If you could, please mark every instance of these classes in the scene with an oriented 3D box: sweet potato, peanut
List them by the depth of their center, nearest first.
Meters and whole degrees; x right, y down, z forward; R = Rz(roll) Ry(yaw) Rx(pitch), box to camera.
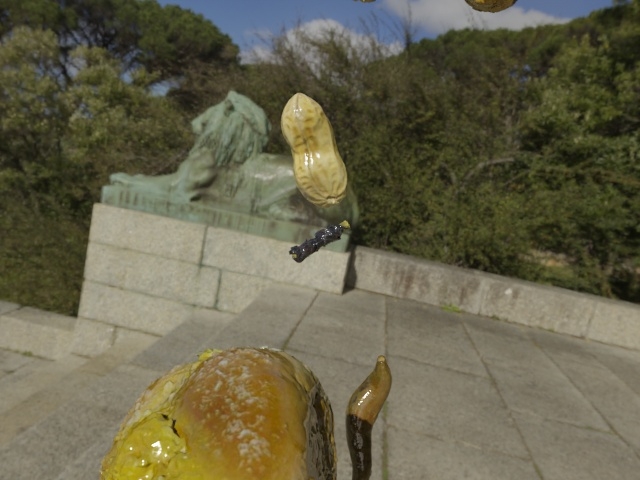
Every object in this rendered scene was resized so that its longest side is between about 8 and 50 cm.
[{"bbox_3d":[0.073,0.319,0.926,0.069,0.249,0.059,9,-10,36],"label":"sweet potato"},{"bbox_3d":[-0.016,-0.226,1.376,0.147,0.305,0.147,-13,19,4],"label":"peanut"}]

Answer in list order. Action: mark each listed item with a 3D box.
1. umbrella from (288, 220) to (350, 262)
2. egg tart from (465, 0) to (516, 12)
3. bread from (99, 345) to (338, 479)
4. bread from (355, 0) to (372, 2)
[{"bbox_3d":[0.000,0.000,1.076,0.144,0.037,0.040,-30,39,-29],"label":"umbrella"},{"bbox_3d":[0.317,-0.484,1.015,0.129,0.049,0.129,24,-32,16],"label":"egg tart"},{"bbox_3d":[-0.091,0.199,0.470,0.195,0.176,0.246,-19,30,10],"label":"bread"},{"bbox_3d":[0.081,-0.664,1.232,0.162,0.204,0.262,26,36,25],"label":"bread"}]
